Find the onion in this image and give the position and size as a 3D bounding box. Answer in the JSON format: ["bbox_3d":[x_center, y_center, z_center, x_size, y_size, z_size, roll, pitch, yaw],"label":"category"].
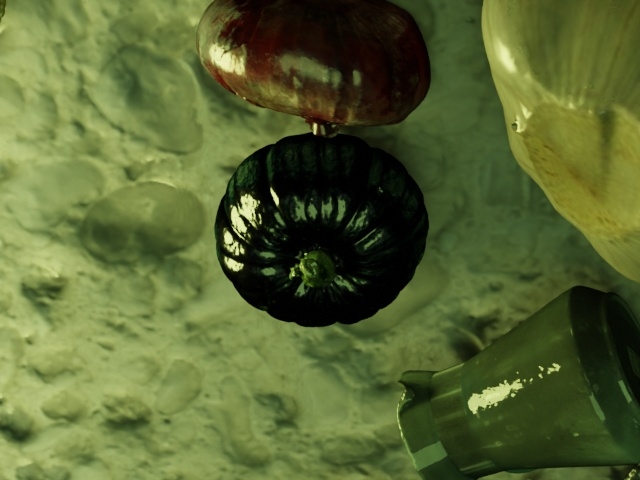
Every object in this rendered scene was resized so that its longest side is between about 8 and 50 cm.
[{"bbox_3d":[-0.006,-0.160,1.169,0.206,0.098,0.151,6,122,2],"label":"onion"}]

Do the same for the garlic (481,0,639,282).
[{"bbox_3d":[0.278,-0.126,1.075,0.317,0.259,0.317,29,137,31],"label":"garlic"}]

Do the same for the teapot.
[{"bbox_3d":[0.205,0.158,1.309,0.225,0.171,0.203,-23,140,24],"label":"teapot"}]

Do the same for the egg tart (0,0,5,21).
[{"bbox_3d":[-0.334,-0.216,1.195,0.129,0.049,0.128,0,123,-1],"label":"egg tart"}]

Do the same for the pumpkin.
[{"bbox_3d":[0.001,-0.008,1.236,0.194,0.150,0.194,3,154,1],"label":"pumpkin"}]

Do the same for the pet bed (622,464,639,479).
[{"bbox_3d":[0.383,0.243,1.343,0.183,0.159,0.211,7,127,-33],"label":"pet bed"}]
